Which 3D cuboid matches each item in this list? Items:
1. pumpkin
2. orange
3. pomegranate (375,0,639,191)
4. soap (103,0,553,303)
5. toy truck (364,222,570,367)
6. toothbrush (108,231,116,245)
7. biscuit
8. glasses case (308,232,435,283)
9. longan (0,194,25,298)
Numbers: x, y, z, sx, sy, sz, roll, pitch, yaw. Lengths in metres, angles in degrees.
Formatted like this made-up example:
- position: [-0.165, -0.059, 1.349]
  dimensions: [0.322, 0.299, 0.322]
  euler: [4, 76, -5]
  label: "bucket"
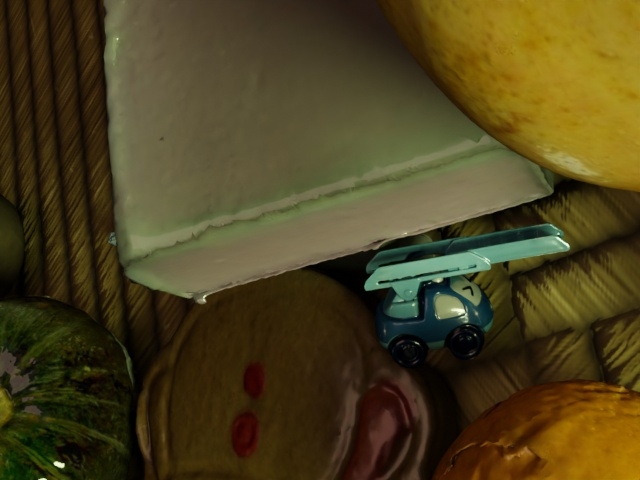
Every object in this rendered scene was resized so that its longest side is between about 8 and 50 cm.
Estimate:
- position: [-0.297, 0.182, 0.940]
  dimensions: [0.189, 0.260, 0.260]
  euler: [90, 161, -59]
  label: "pumpkin"
- position: [0.148, 0.172, 0.540]
  dimensions: [0.193, 0.161, 0.193]
  euler: [7, 98, 51]
  label: "orange"
- position: [0.180, -0.224, 0.426]
  dimensions: [0.417, 0.417, 0.416]
  euler: [-11, 75, 44]
  label: "pomegranate"
- position: [-0.010, -0.128, 0.707]
  dimensions: [0.296, 0.107, 0.285]
  euler: [-15, 64, 20]
  label: "soap"
- position: [0.101, 0.036, 0.674]
  dimensions: [0.136, 0.063, 0.074]
  euler: [-10, 110, 7]
  label: "toy truck"
- position: [-0.094, -0.025, 0.917]
  dimensions: [0.304, 0.030, 0.030]
  euler: [-14, 73, 40]
  label: "toothbrush"
- position: [-0.037, 0.210, 0.789]
  dimensions: [0.359, 0.074, 0.381]
  euler: [1, 80, 47]
  label: "biscuit"
- position: [-0.001, 0.000, 0.782]
  dimensions: [0.191, 0.072, 0.042]
  euler: [10, 83, 46]
  label: "glasses case"
- position: [-0.432, 0.015, 1.156]
  dimensions: [0.189, 0.189, 0.189]
  euler: [-11, 75, 44]
  label: "longan"
